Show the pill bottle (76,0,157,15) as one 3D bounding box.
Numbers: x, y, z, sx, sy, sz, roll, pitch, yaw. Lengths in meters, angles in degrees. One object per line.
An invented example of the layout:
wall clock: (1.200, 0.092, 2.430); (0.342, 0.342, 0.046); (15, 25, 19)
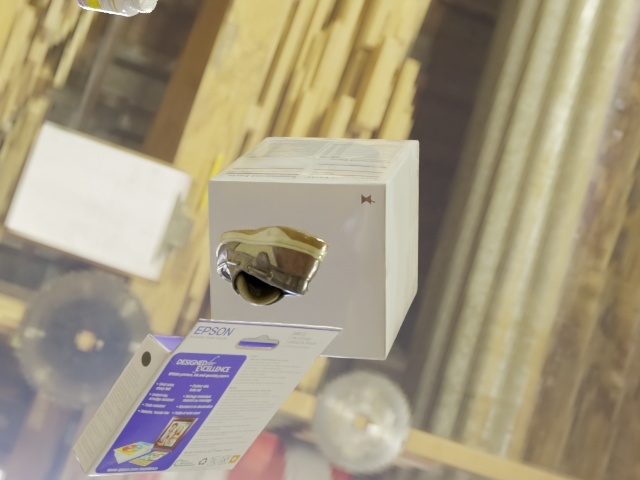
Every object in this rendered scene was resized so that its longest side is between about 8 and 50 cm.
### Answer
pill bottle: (-0.208, -0.252, 1.450); (0.043, 0.083, 0.043); (-33, 130, -51)

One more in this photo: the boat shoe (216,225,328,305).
boat shoe: (-0.045, 0.022, 1.030); (0.152, 0.056, 0.049); (-20, -132, 68)

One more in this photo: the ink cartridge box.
ink cartridge box: (-0.108, 0.142, 1.383); (0.208, 0.206, 0.045); (-52, -125, 22)

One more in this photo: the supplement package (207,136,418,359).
supplement package: (0.000, 0.000, 1.644); (0.262, 0.198, 0.199); (-51, 142, -72)
